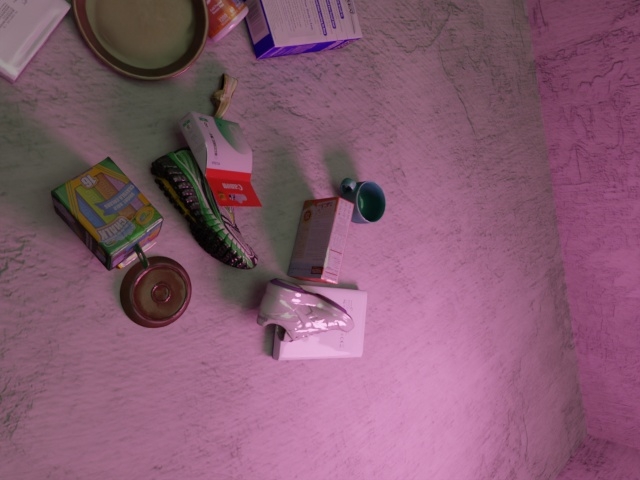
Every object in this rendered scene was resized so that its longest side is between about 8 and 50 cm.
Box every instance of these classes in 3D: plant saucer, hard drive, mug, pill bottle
[{"bbox_3d":[-0.386,-0.495,0.989,0.277,0.041,0.278,-8,111,-21],"label":"plant saucer"},{"bbox_3d":[0.007,0.244,1.352,0.318,0.040,0.211,10,83,-39],"label":"hard drive"},{"bbox_3d":[0.123,-0.130,1.414,0.129,0.097,0.158,-27,105,-35],"label":"mug"},{"bbox_3d":[-0.659,-0.468,0.823,0.307,0.040,0.203,36,68,-33],"label":"hard drive"},{"bbox_3d":[-0.284,-0.599,1.076,0.216,0.121,0.121,46,63,-29],"label":"pill bottle"},{"bbox_3d":[-0.375,0.121,1.054,0.168,0.029,0.169,2,88,-39],"label":"plant saucer"}]

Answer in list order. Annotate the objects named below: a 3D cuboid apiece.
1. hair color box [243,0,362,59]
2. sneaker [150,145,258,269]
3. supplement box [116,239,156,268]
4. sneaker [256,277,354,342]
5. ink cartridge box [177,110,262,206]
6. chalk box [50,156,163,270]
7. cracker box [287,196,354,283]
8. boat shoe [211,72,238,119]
[{"bbox_3d":[-0.050,-0.634,1.276,0.338,0.110,0.185,-24,103,-35],"label":"hair color box"},{"bbox_3d":[-0.244,-0.075,1.094,0.146,0.134,0.344,-43,114,-32],"label":"sneaker"},{"bbox_3d":[-0.426,0.009,1.007,0.098,0.036,0.062,-43,114,-30],"label":"supplement box"},{"bbox_3d":[-0.042,0.211,1.234,0.305,0.114,0.152,26,87,-32],"label":"sneaker"},{"bbox_3d":[-0.218,-0.188,1.075,0.225,0.056,0.181,61,24,10],"label":"ink cartridge box"},{"bbox_3d":[-0.412,-0.033,0.921,0.213,0.132,0.132,49,60,-6],"label":"chalk box"},{"bbox_3d":[0.000,0.000,1.276,0.067,0.155,0.233,22,77,-37],"label":"cracker box"},{"bbox_3d":[-0.252,-0.363,1.149,0.045,0.050,0.136,28,62,-32],"label":"boat shoe"}]
